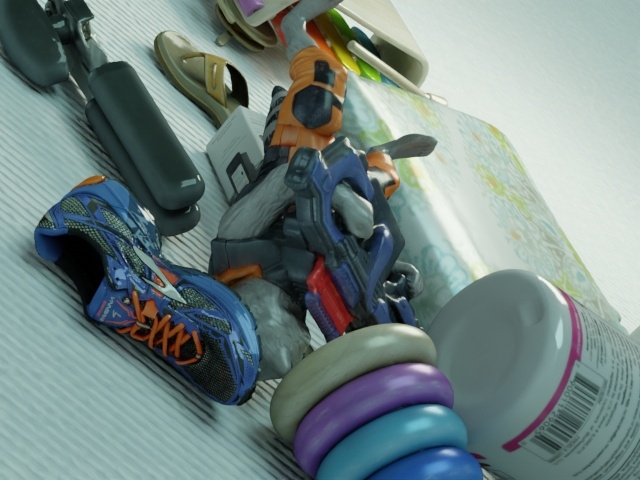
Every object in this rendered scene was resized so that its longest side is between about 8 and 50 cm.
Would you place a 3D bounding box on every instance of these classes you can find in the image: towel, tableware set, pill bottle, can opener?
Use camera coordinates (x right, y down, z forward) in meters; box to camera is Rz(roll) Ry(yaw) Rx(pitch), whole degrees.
[{"bbox_3d":[0.157,-0.005,1.587,0.374,0.090,0.320,11,44,-57],"label":"towel"},{"bbox_3d":[-0.113,-0.286,1.768,0.128,0.039,0.194,20,35,-52],"label":"tableware set"},{"bbox_3d":[0.226,0.153,1.301,0.283,0.160,0.160,33,25,-33],"label":"pill bottle"},{"bbox_3d":[-0.196,-0.116,1.354,0.093,0.074,0.280,-24,61,-26],"label":"can opener"}]

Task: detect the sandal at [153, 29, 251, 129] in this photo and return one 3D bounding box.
[{"bbox_3d":[-0.098,-0.154,1.556,0.180,0.049,0.072,50,26,18],"label":"sandal"}]

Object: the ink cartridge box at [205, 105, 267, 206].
[{"bbox_3d":[-0.032,-0.045,1.457,0.109,0.063,0.150,19,33,-40],"label":"ink cartridge box"}]

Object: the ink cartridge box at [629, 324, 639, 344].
[{"bbox_3d":[0.478,0.170,1.587,0.130,0.272,0.309,20,33,-38],"label":"ink cartridge box"}]

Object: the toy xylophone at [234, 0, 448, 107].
[{"bbox_3d":[0.026,-0.243,1.795,0.323,0.081,0.236,29,28,-42],"label":"toy xylophone"}]

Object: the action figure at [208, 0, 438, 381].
[{"bbox_3d":[0.000,0.000,1.299,0.341,0.178,0.330,69,32,-42],"label":"action figure"}]

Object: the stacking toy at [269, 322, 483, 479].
[{"bbox_3d":[0.090,0.226,1.117,0.141,0.141,0.330,9,43,-49],"label":"stacking toy"}]

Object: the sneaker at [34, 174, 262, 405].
[{"bbox_3d":[-0.135,0.049,1.159,0.221,0.083,0.087,42,38,14],"label":"sneaker"}]
